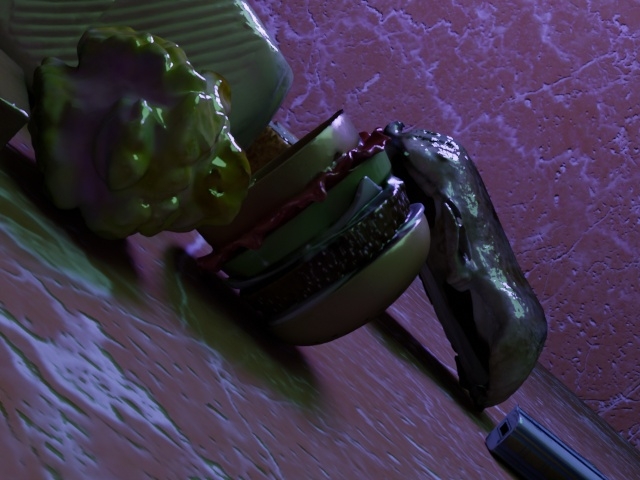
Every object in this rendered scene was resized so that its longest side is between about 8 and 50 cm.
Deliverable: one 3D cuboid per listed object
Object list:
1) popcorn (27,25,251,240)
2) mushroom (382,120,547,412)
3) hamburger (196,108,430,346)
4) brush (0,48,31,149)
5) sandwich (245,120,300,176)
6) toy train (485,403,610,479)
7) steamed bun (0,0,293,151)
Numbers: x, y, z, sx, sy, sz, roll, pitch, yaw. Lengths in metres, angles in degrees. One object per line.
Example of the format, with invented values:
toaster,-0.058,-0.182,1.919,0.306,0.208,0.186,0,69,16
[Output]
popcorn,-0.113,-0.064,0.626,0.126,0.125,0.145,21,0,-44
mushroom,0.175,0.020,1.231,0.247,0.130,0.344,86,-18,-71
hamburger,-0.001,0.000,0.747,0.137,0.175,0.175,55,4,-9
brush,-0.192,-0.070,0.504,0.103,0.047,0.233,41,7,-30
sandwich,-0.062,-0.094,1.272,0.273,0.095,0.249,38,7,-32
toy train,0.282,0.267,1.058,0.252,0.055,0.048,38,6,-6
steamed bun,-0.145,-0.145,0.831,0.239,0.170,0.152,41,-12,4
